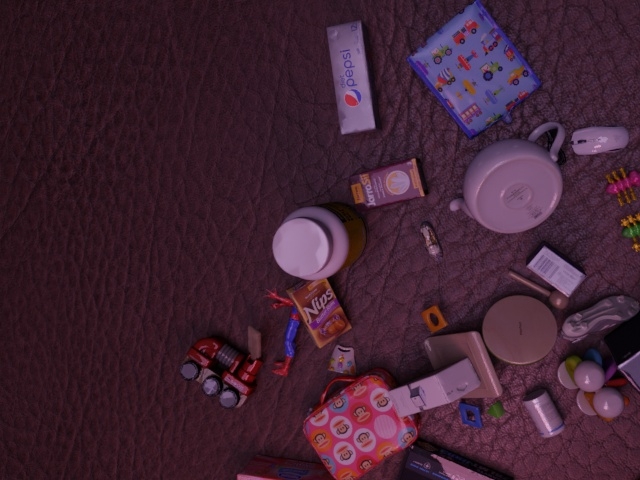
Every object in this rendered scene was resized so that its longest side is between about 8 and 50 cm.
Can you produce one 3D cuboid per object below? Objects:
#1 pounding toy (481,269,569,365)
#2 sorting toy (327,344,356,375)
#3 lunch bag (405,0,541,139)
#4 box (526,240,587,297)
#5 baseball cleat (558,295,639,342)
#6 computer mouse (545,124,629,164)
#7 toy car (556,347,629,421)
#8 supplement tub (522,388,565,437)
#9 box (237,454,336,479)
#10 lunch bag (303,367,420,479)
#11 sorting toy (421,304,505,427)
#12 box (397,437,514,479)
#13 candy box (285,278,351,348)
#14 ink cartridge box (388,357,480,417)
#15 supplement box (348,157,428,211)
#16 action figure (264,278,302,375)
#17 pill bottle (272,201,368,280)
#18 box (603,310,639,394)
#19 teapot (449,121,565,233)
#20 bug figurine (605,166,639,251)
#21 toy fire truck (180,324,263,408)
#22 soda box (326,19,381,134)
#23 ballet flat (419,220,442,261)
[{"bbox_3d":[0.523,0.221,1.804,0.183,0.110,0.236,22,72,25],"label":"pounding toy"},{"bbox_3d":[0.062,0.336,1.978,0.083,0.045,0.075,8,79,16],"label":"sorting toy"},{"bbox_3d":[0.392,-0.414,1.758,0.221,0.138,0.293,-39,93,14],"label":"lunch bag"},{"bbox_3d":[0.583,0.068,1.735,0.126,0.137,0.072,38,104,10],"label":"box"},{"bbox_3d":[0.692,0.197,1.757,0.206,0.109,0.072,-14,63,-8],"label":"baseball cleat"},{"bbox_3d":[0.660,-0.248,1.728,0.193,0.042,0.105,-7,93,17],"label":"computer mouse"},{"bbox_3d":[0.691,0.348,1.735,0.136,0.159,0.182,-35,84,-7],"label":"toy car"},{"bbox_3d":[0.579,0.448,1.813,0.071,0.071,0.107,-28,88,18],"label":"supplement tub"},{"bbox_3d":[-0.075,0.724,1.997,0.300,0.154,0.142,3,97,17],"label":"box"},{"bbox_3d":[0.101,0.495,1.934,0.293,0.120,0.258,-36,86,15],"label":"lunch bag"},{"bbox_3d":[0.379,0.325,1.846,0.196,0.047,0.347,-22,91,53],"label":"sorting toy"},{"bbox_3d":[0.342,0.731,1.916,0.296,0.073,0.293,21,100,14],"label":"box"},{"bbox_3d":[-0.005,0.188,1.917,0.109,0.053,0.186,-32,108,-13],"label":"candy box"},{"bbox_3d":[0.294,0.383,1.813,0.191,0.140,0.082,-37,73,48],"label":"ink cartridge box"},{"bbox_3d":[0.181,-0.147,1.863,0.188,0.081,0.104,-14,92,18],"label":"supplement box"},{"bbox_3d":[-0.112,0.229,1.980,0.139,0.091,0.280,19,101,-3],"label":"action figure"},{"bbox_3d":[0.000,0.000,1.801,0.188,0.334,0.187,2,96,16],"label":"pill bottle"},{"bbox_3d":[0.875,0.343,1.596,0.212,0.293,0.395,-43,83,16],"label":"box"},{"bbox_3d":[0.465,-0.158,1.730,0.256,0.187,0.252,-3,124,-1],"label":"teapot"},{"bbox_3d":[0.813,-0.106,1.682,0.216,0.072,0.278,-21,94,24],"label":"bug figurine"},{"bbox_3d":[-0.262,0.335,2.025,0.217,0.158,0.246,33,92,12],"label":"toy fire truck"},{"bbox_3d":[0.090,-0.426,1.856,0.098,0.091,0.286,-8,94,16],"label":"soda box"},{"bbox_3d":[0.293,0.005,1.868,0.041,0.041,0.114,-22,90,18],"label":"ballet flat"}]
